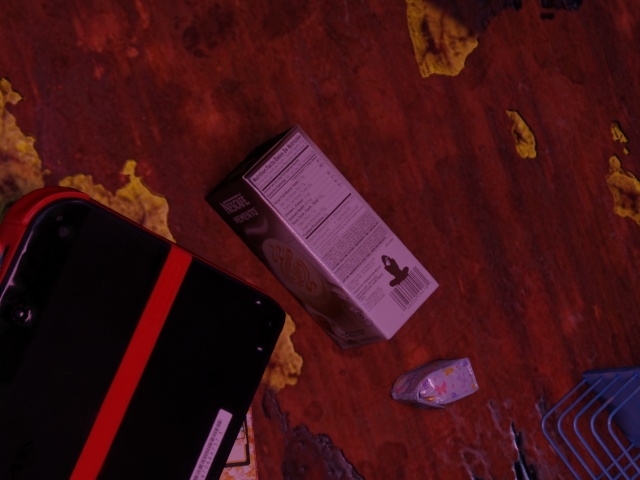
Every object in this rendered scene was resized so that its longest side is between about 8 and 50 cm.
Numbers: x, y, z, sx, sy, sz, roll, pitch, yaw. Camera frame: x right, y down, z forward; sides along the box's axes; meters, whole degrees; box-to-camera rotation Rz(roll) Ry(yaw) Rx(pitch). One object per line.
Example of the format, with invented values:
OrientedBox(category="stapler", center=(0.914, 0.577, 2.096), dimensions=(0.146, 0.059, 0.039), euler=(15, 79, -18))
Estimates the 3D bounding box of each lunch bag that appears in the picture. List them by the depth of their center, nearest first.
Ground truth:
OrientedBox(category="lunch bag", center=(0.132, 0.174, 1.878), dimensions=(0.083, 0.071, 0.053), euler=(-18, 93, -27))

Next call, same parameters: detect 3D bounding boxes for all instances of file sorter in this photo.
OrientedBox(category="file sorter", center=(0.365, 0.231, 1.915), dimensions=(0.104, 0.170, 0.118), euler=(-40, 98, -21))

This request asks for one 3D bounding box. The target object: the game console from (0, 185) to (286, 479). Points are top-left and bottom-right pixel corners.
OrientedBox(category="game console", center=(-0.237, 0.170, 1.656), dimensions=(0.342, 0.060, 0.387), euler=(31, 76, -32))

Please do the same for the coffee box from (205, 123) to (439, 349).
OrientedBox(category="coffee box", center=(0.000, 0.000, 1.813), dimensions=(0.246, 0.141, 0.098), euler=(48, 67, -8))

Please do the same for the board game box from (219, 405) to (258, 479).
OrientedBox(category="board game box", center=(-0.151, 0.182, 1.768), dimensions=(0.146, 0.045, 0.194), euler=(-1, 82, -24))
